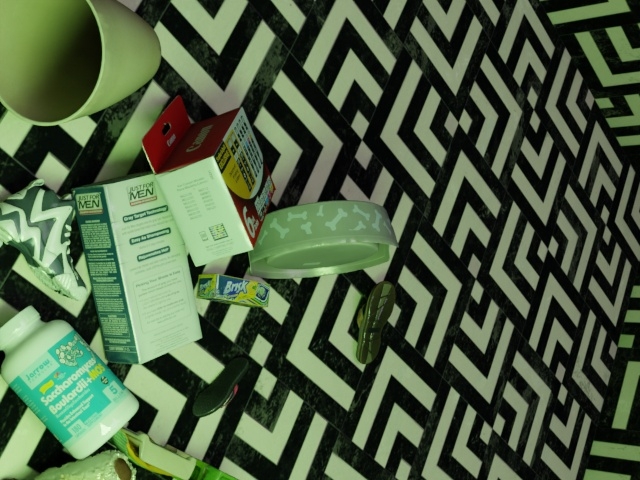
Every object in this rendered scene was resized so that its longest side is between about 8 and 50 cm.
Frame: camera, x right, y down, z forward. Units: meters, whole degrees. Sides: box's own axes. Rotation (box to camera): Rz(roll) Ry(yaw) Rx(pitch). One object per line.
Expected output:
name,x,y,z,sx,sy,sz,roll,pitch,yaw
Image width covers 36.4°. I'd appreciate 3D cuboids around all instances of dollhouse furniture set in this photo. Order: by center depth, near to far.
dollhouse furniture set,-0.322,0.462,1.862,0.301,0.198,0.151,39,71,-42

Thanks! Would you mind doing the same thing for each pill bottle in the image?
pill bottle,-0.453,0.241,1.698,0.264,0.146,0.146,48,50,-4

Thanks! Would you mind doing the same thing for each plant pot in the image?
plant pot,-0.413,-0.340,1.751,0.274,0.256,0.256,-20,105,-64

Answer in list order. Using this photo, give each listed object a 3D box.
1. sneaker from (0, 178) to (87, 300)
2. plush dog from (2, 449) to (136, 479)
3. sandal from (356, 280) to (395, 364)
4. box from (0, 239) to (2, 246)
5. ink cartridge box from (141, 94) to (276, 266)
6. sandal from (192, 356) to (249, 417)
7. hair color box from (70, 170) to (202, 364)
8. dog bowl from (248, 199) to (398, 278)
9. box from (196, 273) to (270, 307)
sneaker,-0.472,-0.011,1.761,0.235,0.094,0.153,49,62,-25
plush dog,-0.445,0.517,1.710,0.262,0.211,0.225,-54,136,-53
sandal,0.129,0.207,2.496,0.090,0.060,0.219,9,97,-43
box,-0.603,0.015,1.601,0.087,0.102,0.101,52,52,-33
ink cartridge box,-0.214,-0.144,1.940,0.309,0.130,0.272,-78,149,-64
sandal,-0.207,0.323,2.092,0.179,0.067,0.040,-49,136,-41
hair color box,-0.353,0.048,1.890,0.174,0.105,0.347,-20,104,-50
dog bowl,0.000,0.000,2.143,0.349,0.349,0.102,9,71,-49
box,-0.188,0.110,2.118,0.169,0.059,0.054,14,76,-49
